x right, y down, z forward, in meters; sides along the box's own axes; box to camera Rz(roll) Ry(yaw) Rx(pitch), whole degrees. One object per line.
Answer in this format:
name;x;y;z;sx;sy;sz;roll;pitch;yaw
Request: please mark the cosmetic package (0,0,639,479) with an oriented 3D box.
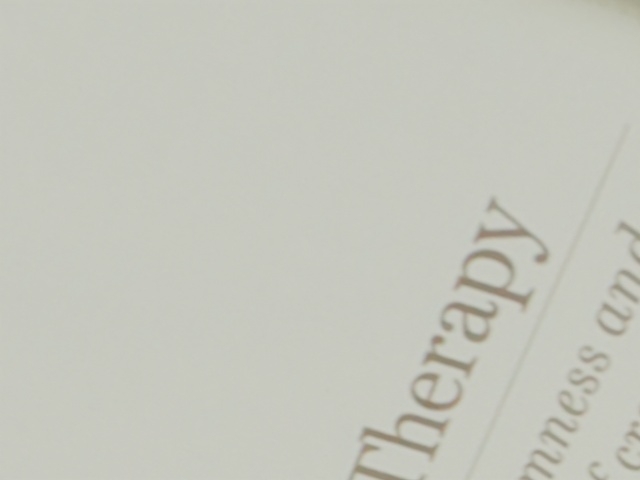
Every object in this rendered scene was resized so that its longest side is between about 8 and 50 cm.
cosmetic package;0.000;0.000;0.553;0.394;0.329;0.327;18;28;-4
